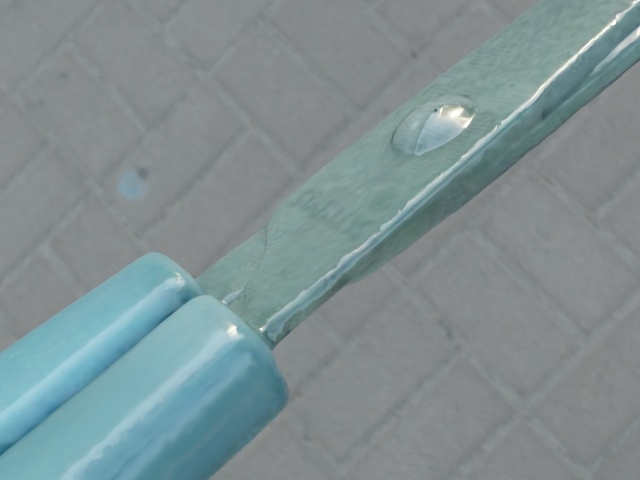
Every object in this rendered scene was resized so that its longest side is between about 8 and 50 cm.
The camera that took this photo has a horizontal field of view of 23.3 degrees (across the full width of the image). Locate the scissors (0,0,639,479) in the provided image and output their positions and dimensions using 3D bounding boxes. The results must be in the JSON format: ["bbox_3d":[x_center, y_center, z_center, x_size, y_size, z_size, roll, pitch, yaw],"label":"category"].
[{"bbox_3d":[0.000,0.000,0.386,0.447,0.029,0.192,-38,30,-11],"label":"scissors"}]
